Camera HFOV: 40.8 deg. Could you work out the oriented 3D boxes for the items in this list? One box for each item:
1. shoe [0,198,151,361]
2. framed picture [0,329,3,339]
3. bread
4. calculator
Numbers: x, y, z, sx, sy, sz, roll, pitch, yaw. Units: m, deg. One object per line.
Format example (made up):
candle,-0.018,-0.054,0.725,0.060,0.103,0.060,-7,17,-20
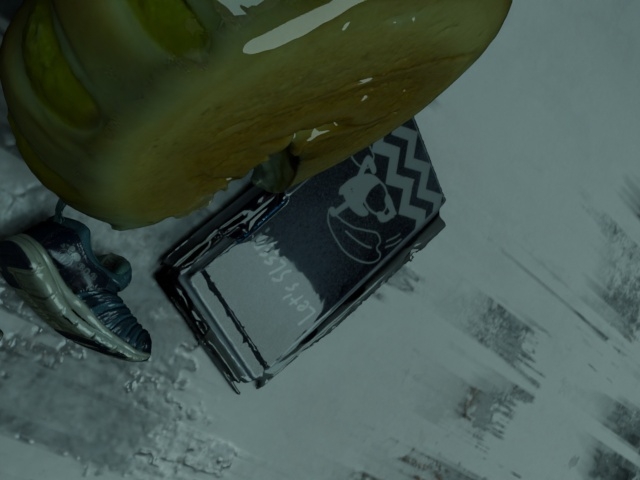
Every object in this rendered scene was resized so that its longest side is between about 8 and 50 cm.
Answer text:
shoe,-0.167,0.035,0.622,0.071,0.063,0.143,-52,129,-26
framed picture,-0.382,0.109,0.508,0.314,0.024,0.232,29,86,-39
bread,-0.033,-0.140,0.543,0.332,0.333,0.160,-23,78,-29
calculator,0.000,0.000,0.753,0.274,0.028,0.166,-40,127,-18
